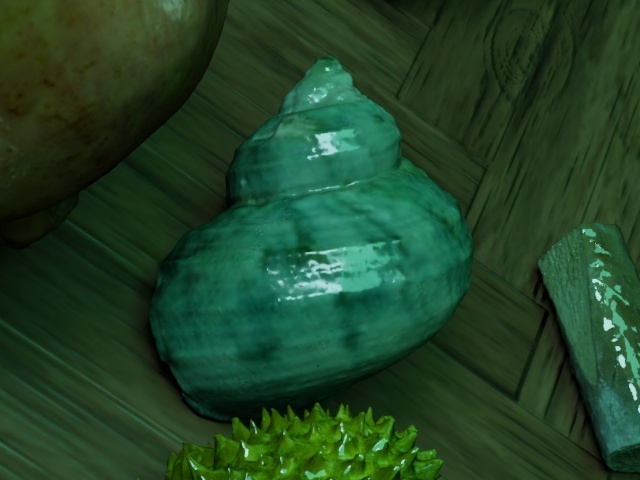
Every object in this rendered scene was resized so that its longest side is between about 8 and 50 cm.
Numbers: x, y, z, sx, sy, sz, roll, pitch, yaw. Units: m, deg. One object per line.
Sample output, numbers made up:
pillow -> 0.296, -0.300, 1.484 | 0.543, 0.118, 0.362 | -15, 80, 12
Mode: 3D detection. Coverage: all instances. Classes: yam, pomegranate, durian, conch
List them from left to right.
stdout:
pomegranate -> -0.193, -0.140, 0.820 | 0.338, 0.338, 0.338 | 15, 56, -24
durian -> -0.003, 0.192, 0.829 | 0.200, 0.176, 0.237 | 29, 37, -40
conch -> 0.001, -0.004, 0.964 | 0.196, 0.134, 0.202 | 7, 61, -30
yam -> 0.201, 0.072, 1.088 | 0.068, 0.068, 0.169 | -2, 63, -33
